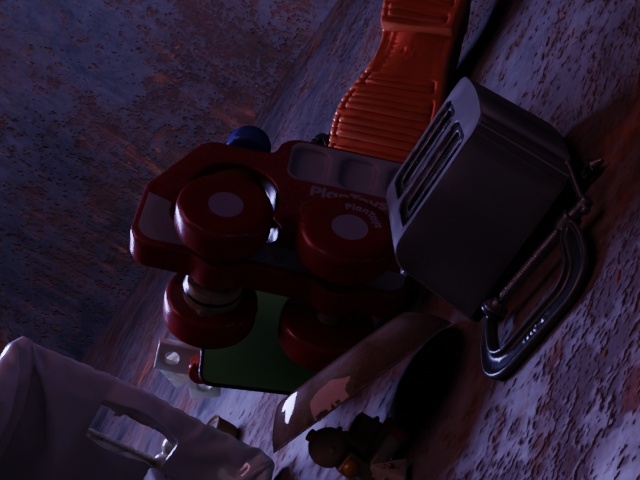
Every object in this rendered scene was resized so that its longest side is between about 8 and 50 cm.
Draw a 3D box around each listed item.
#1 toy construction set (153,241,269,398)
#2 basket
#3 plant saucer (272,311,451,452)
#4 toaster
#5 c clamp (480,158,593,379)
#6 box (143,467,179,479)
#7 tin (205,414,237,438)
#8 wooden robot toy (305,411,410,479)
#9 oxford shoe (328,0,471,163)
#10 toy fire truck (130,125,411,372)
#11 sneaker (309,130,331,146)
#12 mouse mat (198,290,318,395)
[{"bbox_3d":[-0.081,0.053,1.805,0.151,0.215,0.327,-51,19,34],"label":"toy construction set"},{"bbox_3d":[-0.261,0.341,1.615,0.266,0.328,0.331,-58,10,30],"label":"basket"},{"bbox_3d":[0.028,0.120,1.399,0.199,0.036,0.198,-37,-5,-4],"label":"plant saucer"},{"bbox_3d":[0.140,-0.044,1.361,0.185,0.110,0.168,-56,12,17],"label":"toaster"},{"bbox_3d":[0.173,0.031,1.240,0.160,0.022,0.137,-55,22,24],"label":"c clamp"},{"bbox_3d":[-0.112,0.323,1.335,0.182,0.181,0.119,-60,11,-3],"label":"box"},{"bbox_3d":[-0.157,0.309,1.982,0.106,0.040,0.189,-53,12,50],"label":"tin"},{"bbox_3d":[0.025,0.180,1.371,0.076,0.079,0.173,-60,11,0],"label":"wooden robot toy"},{"bbox_3d":[0.113,-0.176,1.929,0.363,0.130,0.133,-68,-21,-9],"label":"oxford shoe"},{"bbox_3d":[-0.038,-0.017,1.647,0.254,0.302,0.169,-77,-2,-48],"label":"toy fire truck"},{"bbox_3d":[0.000,0.000,1.989,0.271,0.100,0.108,-69,-21,-11],"label":"sneaker"},{"bbox_3d":[-0.052,0.086,1.692,0.007,0.153,0.189,107,168,-51],"label":"mouse mat"}]
